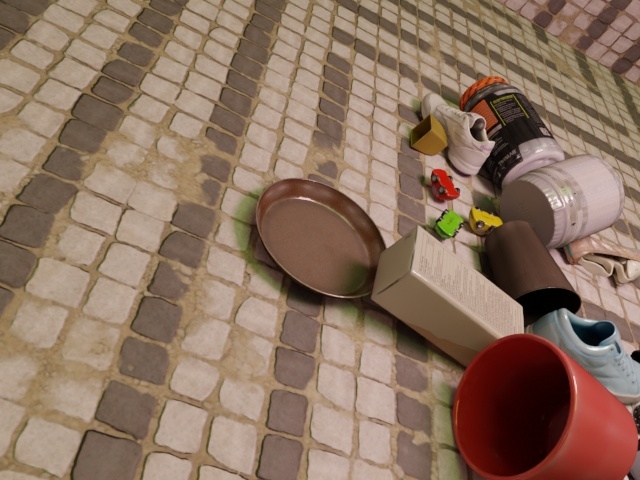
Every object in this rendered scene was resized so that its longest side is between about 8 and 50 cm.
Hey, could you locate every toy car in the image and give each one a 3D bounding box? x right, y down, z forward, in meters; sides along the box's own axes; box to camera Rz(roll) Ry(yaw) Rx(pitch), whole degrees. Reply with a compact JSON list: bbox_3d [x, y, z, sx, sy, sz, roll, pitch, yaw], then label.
[{"bbox_3d":[0.339,-0.062,1.598,0.239,0.053,0.225,42,41,6],"label":"toy car"}]

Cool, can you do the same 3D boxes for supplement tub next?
[{"bbox_3d":[0.556,-0.318,1.869,0.207,0.207,0.338,4,52,-33],"label":"supplement tub"}]

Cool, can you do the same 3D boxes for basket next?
[{"bbox_3d":[0.493,0.075,1.512,0.204,0.154,0.227,13,43,-28],"label":"basket"}]

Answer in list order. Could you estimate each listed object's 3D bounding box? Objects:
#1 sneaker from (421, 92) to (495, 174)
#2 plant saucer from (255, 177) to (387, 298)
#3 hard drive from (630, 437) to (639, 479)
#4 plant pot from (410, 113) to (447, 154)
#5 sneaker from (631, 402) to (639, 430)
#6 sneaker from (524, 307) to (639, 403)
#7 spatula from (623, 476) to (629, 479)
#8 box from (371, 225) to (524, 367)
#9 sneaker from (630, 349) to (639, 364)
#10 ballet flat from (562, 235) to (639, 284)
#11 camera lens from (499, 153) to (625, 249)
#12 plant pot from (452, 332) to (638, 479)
[{"bbox_3d":[0.408,-0.340,1.827,0.114,0.152,0.305,-5,54,-35],"label":"sneaker"},{"bbox_3d":[0.000,0.000,1.306,0.310,0.050,0.311,19,44,-19],"label":"plant saucer"},{"bbox_3d":[0.756,0.542,1.320,0.172,0.054,0.255,-4,56,-47],"label":"hard drive"},{"bbox_3d":[0.313,-0.290,1.774,0.083,0.081,0.081,32,40,-24],"label":"plant pot"},{"bbox_3d":[0.825,0.440,1.466,0.237,0.085,0.086,26,16,-7],"label":"sneaker"},{"bbox_3d":[0.655,0.265,1.443,0.366,0.150,0.135,22,44,-17],"label":"sneaker"},{"bbox_3d":[0.640,0.534,1.271,0.168,0.019,0.242,24,37,-27],"label":"spatula"},{"bbox_3d":[0.265,0.127,1.280,0.311,0.121,0.148,37,41,-15],"label":"box"},{"bbox_3d":[0.838,0.296,1.608,0.075,0.063,0.170,43,46,-2],"label":"sneaker"},{"bbox_3d":[0.835,0.069,1.798,0.316,0.107,0.106,14,50,-11],"label":"ballet flat"},{"bbox_3d":[0.655,-0.103,1.692,0.274,0.219,0.219,-18,63,-24],"label":"camera lens"},{"bbox_3d":[0.424,0.335,1.152,0.243,0.275,0.275,27,41,-25],"label":"plant pot"}]
